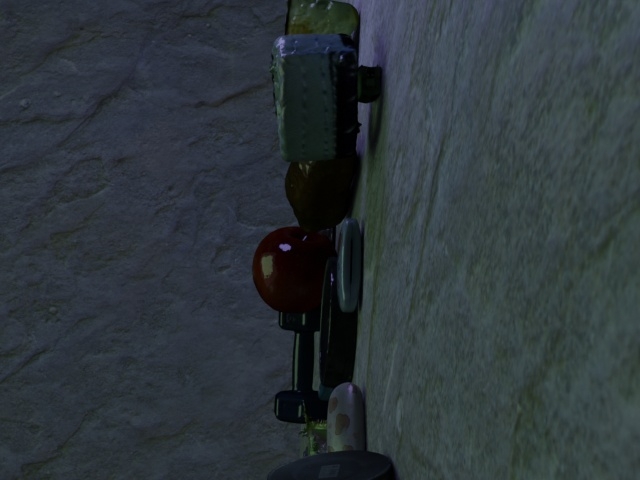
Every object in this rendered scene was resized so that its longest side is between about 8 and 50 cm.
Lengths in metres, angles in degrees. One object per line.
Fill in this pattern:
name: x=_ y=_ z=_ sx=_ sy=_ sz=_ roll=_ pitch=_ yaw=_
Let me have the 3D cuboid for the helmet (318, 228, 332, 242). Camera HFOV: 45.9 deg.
helmet: x=-0.016 y=0.005 z=2.110 sx=0.153 sy=0.107 sz=0.177 roll=-89 pitch=2 yaw=-69

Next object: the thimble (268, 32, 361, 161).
thimble: x=-0.009 y=-0.254 z=1.324 sx=0.237 sy=0.150 sz=0.237 roll=174 pitch=90 yaw=-85

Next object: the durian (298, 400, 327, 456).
durian: x=0.017 y=0.373 z=1.298 sx=0.086 sy=0.100 sz=0.215 roll=102 pitch=164 yaw=-48

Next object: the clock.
clock: x=0.034 y=0.170 z=1.574 sx=0.280 sy=0.055 sz=0.281 roll=-177 pitch=90 yaw=-86

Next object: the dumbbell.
dumbbell: x=-0.046 y=0.322 z=2.020 sx=0.144 sy=0.160 sz=0.325 roll=-4 pitch=83 yaw=55

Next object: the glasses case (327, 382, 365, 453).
glasses case: x=0.042 y=0.316 z=1.260 sx=0.063 sy=0.041 sz=0.164 roll=-28 pitch=45 yaw=33

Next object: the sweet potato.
sweet potato: x=0.000 y=-0.139 z=1.627 sx=0.370 sy=0.157 sz=0.158 roll=98 pitch=174 yaw=-65

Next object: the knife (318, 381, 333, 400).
knife: x=0.028 y=0.321 z=1.811 sx=0.244 sy=0.032 sz=0.058 roll=106 pitch=176 yaw=-55

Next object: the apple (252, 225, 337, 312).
apple: x=-0.065 y=0.071 z=1.921 sx=0.218 sy=0.218 sz=0.201 roll=-94 pitch=10 yaw=-61

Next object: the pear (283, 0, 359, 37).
pear: x=-0.005 y=-0.415 z=1.797 sx=0.282 sy=0.176 sz=0.287 roll=107 pitch=170 yaw=-83

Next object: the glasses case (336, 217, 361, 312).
glasses case: x=0.054 y=0.046 z=1.423 sx=0.067 sy=0.045 sz=0.179 roll=109 pitch=164 yaw=-75

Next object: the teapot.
teapot: x=0.026 y=0.365 z=0.981 sx=0.239 sy=0.162 sz=0.149 roll=-6 pitch=-93 yaw=-69

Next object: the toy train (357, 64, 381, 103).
toy train: x=0.082 y=-0.272 z=1.314 sx=0.093 sy=0.038 sz=0.056 roll=178 pitch=92 yaw=-86

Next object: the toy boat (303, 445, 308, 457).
toy boat: x=0.022 y=0.499 z=1.476 sx=0.155 sy=0.085 sz=0.227 roll=-65 pitch=-33 yaw=-77
